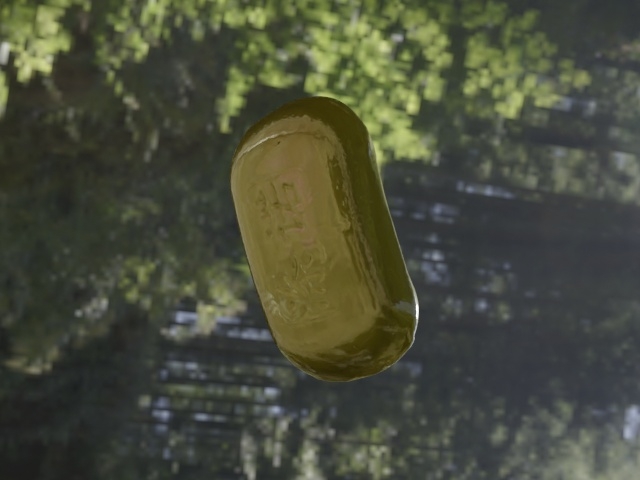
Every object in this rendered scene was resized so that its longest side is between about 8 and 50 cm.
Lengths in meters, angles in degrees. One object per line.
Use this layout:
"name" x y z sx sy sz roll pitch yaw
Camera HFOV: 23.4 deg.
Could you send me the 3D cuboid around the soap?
"soap" -0.001 0.000 0.753 0.089 0.045 0.140 -19 -94 37
